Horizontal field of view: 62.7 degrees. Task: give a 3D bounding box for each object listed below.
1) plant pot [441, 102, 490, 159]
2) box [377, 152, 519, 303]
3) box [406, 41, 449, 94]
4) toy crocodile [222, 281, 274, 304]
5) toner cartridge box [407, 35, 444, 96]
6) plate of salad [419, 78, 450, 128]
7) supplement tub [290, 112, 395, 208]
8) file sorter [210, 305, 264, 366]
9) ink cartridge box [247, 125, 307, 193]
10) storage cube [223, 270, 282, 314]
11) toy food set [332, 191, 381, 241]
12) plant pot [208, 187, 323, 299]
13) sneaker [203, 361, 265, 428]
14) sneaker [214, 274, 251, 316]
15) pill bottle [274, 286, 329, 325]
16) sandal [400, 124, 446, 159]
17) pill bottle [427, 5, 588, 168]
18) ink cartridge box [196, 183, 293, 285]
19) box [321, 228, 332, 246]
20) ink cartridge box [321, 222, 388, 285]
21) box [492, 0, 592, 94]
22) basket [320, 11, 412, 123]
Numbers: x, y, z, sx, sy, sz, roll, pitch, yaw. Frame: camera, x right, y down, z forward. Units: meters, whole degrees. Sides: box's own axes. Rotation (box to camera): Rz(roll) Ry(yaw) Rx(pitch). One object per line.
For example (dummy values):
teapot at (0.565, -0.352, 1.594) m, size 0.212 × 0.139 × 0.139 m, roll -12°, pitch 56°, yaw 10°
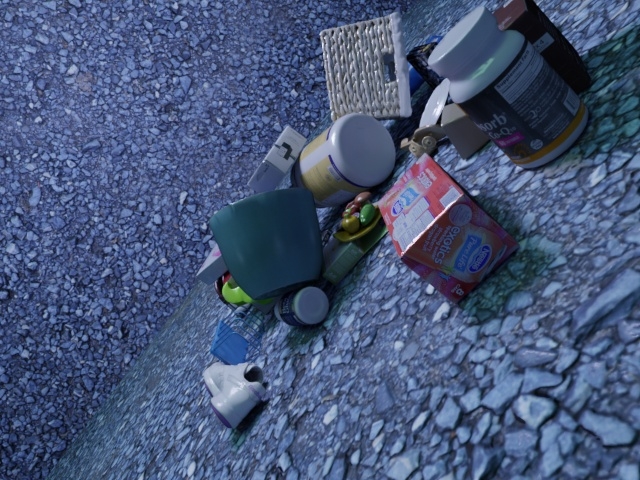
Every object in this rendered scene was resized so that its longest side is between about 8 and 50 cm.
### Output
plant pot at (0.359, -0.277, 1.250) m, size 0.096 × 0.109 × 0.109 m, roll -25°, pitch 27°, yaw 31°
box at (0.222, -0.035, 0.989) m, size 0.154 × 0.142 × 0.300 m, roll -47°, pitch 16°, yaw 15°
box at (0.370, -0.542, 1.669) m, size 0.051 × 0.175 × 0.220 m, roll -46°, pitch 16°, yaw 6°
toy crocodile at (-0.144, 0.113, 1.607) m, size 0.341 × 0.105 × 0.115 m, roll -30°, pitch -19°, yaw 17°
toner cartridge box at (0.374, -0.670, 2.135) m, size 0.348 × 0.075 × 0.165 m, roll -47°, pitch 15°, yaw 14°
plate of salad at (0.350, -0.390, 1.579) m, size 0.200 × 0.048 × 0.199 m, roll -160°, pitch 90°, yaw -85°
supplement tub at (0.063, -0.248, 1.737) m, size 0.331 × 0.241 × 0.241 m, roll -25°, pitch 30°, yaw 57°
file sorter at (-0.242, 0.293, 1.586) m, size 0.104 × 0.118 × 0.170 m, roll -43°, pitch 17°, yaw 14°
ink cartridge box at (-0.146, -0.264, 1.774) m, size 0.153 × 0.087 × 0.208 m, roll -45°, pitch 14°, yaw 47°
storage cube at (-0.200, 0.103, 1.774) m, size 0.215 × 0.184 × 0.193 m, roll -49°, pitch 17°, yaw 5°
toy food set at (0.099, -0.079, 1.435) m, size 0.128 × 0.071 × 0.218 m, roll -16°, pitch 23°, yaw 34°
plant pot at (-0.126, 0.025, 1.410) m, size 0.293 × 0.235 × 0.293 m, roll -17°, pitch -11°, yaw -3°
sneaker at (-0.217, 0.380, 1.381) m, size 0.152 × 0.114 × 0.305 m, roll -39°, pitch 18°, yaw -11°
sneaker at (-0.311, 0.146, 2.016) m, size 0.106 × 0.162 × 0.281 m, roll -40°, pitch 19°, yaw 33°
pill bottle at (-0.057, 0.176, 1.374) m, size 0.094 × 0.094 × 0.169 m, roll -58°, pitch 17°, yaw -25°
sandal at (0.290, -0.260, 1.487) m, size 0.240 × 0.088 × 0.079 m, roll 174°, pitch 102°, yaw -78°
pill bottle at (0.339, -0.276, 0.961) m, size 0.162 × 0.278 × 0.162 m, roll -46°, pitch 15°, yaw 17°
ink cartridge box at (-0.259, -0.037, 1.785) m, size 0.330 × 0.071 × 0.324 m, roll -36°, pitch 21°, yaw 42°
box at (0.000, 0.000, 1.754) m, size 0.083 × 0.018 × 0.067 m, roll -27°, pitch 28°, yaw 55°
ink cartridge box at (0.094, -0.003, 1.441) m, size 0.235 × 0.056 × 0.171 m, roll -49°, pitch 15°, yaw 13°
box at (0.419, -0.371, 1.096) m, size 0.168 × 0.203 × 0.167 m, roll -40°, pitch 20°, yaw 37°
basket at (0.159, -0.568, 1.814) m, size 0.267 × 0.328 × 0.331 m, roll -7°, pitch 11°, yaw 7°
